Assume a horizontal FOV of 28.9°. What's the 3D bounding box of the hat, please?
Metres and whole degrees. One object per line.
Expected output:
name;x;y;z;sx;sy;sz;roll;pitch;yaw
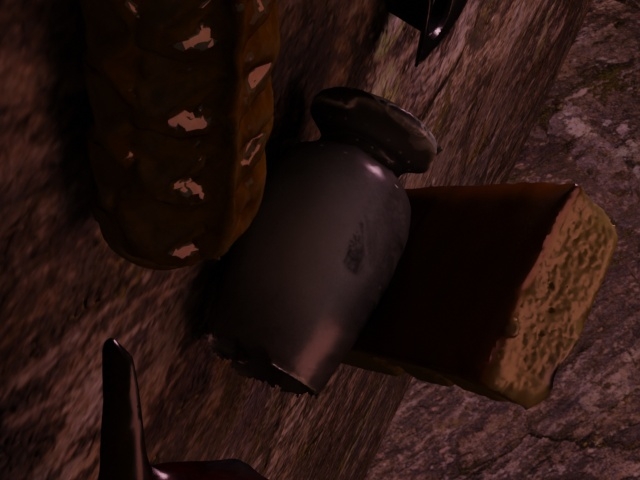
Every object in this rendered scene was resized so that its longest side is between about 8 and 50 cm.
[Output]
hat;0.084;-0.197;1.018;0.121;0.050;0.121;-57;161;-32

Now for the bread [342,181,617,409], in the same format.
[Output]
bread;0.073;0.032;0.910;0.138;0.077;0.361;-62;-159;-10

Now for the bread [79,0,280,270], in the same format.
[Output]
bread;-0.051;-0.116;0.459;0.368;0.084;0.077;98;-21;-50

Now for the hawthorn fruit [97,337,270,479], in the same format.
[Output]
hawthorn fruit;-0.084;0.219;0.564;0.285;0.284;0.369;-43;131;-65

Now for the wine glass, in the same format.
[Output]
wine glass;0.000;0.000;0.850;0.204;0.111;0.111;-63;169;-16
